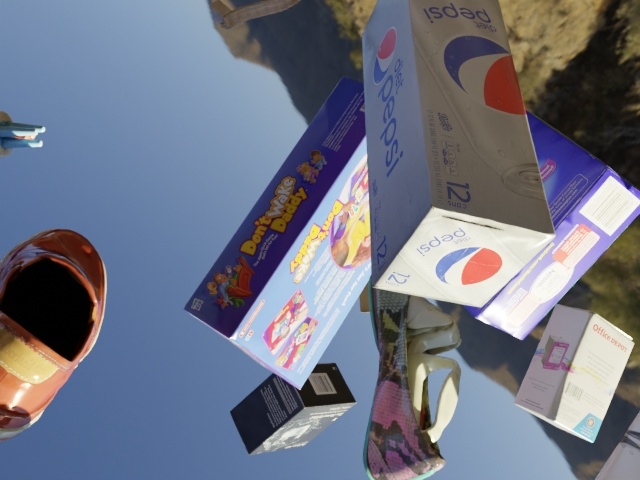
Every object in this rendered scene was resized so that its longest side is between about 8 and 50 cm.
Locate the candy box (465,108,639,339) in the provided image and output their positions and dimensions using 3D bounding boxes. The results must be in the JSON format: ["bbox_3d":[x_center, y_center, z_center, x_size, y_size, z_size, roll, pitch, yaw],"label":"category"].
[{"bbox_3d":[0.275,-0.055,1.091,0.122,0.268,0.317,28,-161,-34],"label":"candy box"}]

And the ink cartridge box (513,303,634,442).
[{"bbox_3d":[0.277,0.143,0.785,0.088,0.122,0.052,31,172,-31],"label":"ink cartridge box"}]

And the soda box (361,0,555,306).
[{"bbox_3d":[0.093,-0.097,0.561,0.091,0.098,0.286,12,-129,-15],"label":"soda box"}]

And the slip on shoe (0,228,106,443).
[{"bbox_3d":[-0.250,0.058,0.672,0.123,0.101,0.331,42,-170,-16],"label":"slip on shoe"}]

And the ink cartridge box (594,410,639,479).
[{"bbox_3d":[0.356,0.260,0.626,0.211,0.289,0.121,33,178,45],"label":"ink cartridge box"}]

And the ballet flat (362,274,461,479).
[{"bbox_3d":[0.082,0.106,0.618,0.077,0.079,0.221,54,-152,-35],"label":"ballet flat"}]

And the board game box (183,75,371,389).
[{"bbox_3d":[0.000,0.000,0.937,0.078,0.347,0.233,27,166,28],"label":"board game box"}]

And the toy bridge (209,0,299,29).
[{"bbox_3d":[-0.051,-0.321,0.915,0.063,0.188,0.026,45,166,31],"label":"toy bridge"}]

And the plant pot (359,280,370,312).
[{"bbox_3d":[0.108,0.067,1.153,0.081,0.081,0.083,165,96,-68],"label":"plant pot"}]

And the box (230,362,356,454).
[{"bbox_3d":[-0.048,0.302,1.306,0.156,0.158,0.093,11,-138,-51],"label":"box"}]

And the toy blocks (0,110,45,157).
[{"bbox_3d":[-0.382,-0.126,0.849,0.123,0.148,0.054,-52,-36,-80],"label":"toy blocks"}]
